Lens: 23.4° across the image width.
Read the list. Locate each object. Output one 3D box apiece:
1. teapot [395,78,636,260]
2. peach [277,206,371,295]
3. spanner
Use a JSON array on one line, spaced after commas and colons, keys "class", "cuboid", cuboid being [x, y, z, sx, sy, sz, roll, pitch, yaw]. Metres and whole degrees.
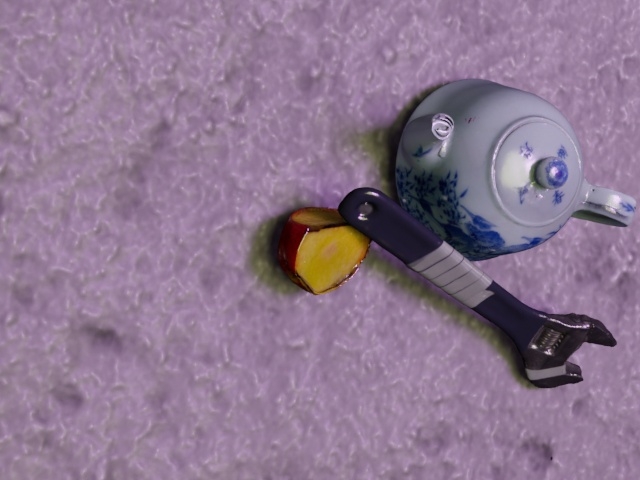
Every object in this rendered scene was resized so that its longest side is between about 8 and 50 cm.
[{"class": "teapot", "cuboid": [0.161, -0.056, 1.294, 0.232, 0.159, 0.159, 21, 84, -27]}, {"class": "peach", "cuboid": [0.000, 0.000, 1.266, 0.083, 0.050, 0.077, -47, 130, -16]}, {"class": "spanner", "cuboid": [0.136, 0.038, 1.307, 0.316, 0.087, 0.024, 36, 35, -32]}]
